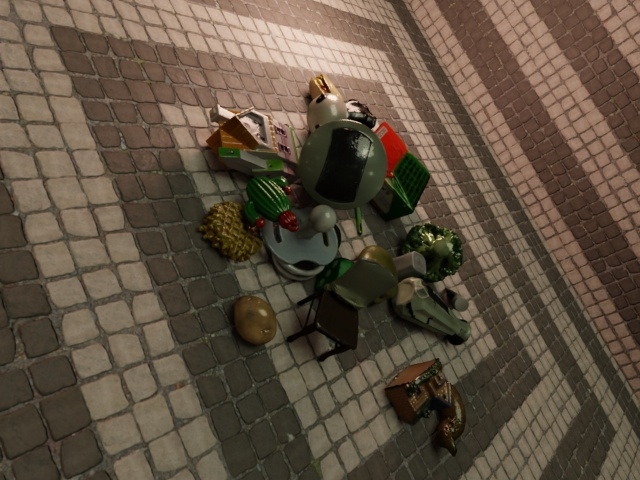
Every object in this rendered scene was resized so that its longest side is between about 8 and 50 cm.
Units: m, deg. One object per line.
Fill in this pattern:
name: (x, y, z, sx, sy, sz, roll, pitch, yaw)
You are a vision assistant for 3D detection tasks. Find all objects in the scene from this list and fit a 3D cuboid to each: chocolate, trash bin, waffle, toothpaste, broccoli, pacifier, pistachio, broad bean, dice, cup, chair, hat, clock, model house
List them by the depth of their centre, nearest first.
chair: (0.064, 0.208, 1.464, 0.160, 0.319, 0.186, 36, 42, -22)
waffle: (-0.255, -0.034, 1.506, 0.193, 0.070, 0.197, 51, 38, -6)
pacifier: (-0.033, -0.026, 1.589, 0.299, 0.233, 0.244, 3, 61, -37)
clock: (-0.236, -0.318, 1.657, 0.309, 0.166, 0.235, 18, 51, -47)
model house: (0.334, 0.516, 1.662, 0.183, 0.166, 0.172, -23, 84, -39)
dice: (0.068, 0.144, 1.676, 0.131, 0.120, 0.128, 35, 41, -27)
trash bin: (0.068, -0.263, 1.713, 0.280, 0.280, 0.432, 48, 7, -9)
hat: (0.000, 0.000, 1.759, 0.146, 0.067, 0.146, 1, 73, -2)
broad bean: (0.210, 0.120, 1.862, 0.189, 0.121, 0.263, 38, 27, -13)
cup: (0.350, 0.114, 1.986, 0.128, 0.129, 0.095, 27, 53, -35)
broccoli: (0.467, 0.048, 2.064, 0.270, 0.270, 0.270, 61, -5, 7)
toothpaste: (0.566, 0.251, 2.095, 0.096, 0.061, 0.266, 59, 6, 2)
pistachio: (0.021, -0.625, 2.185, 0.200, 0.117, 0.145, 56, 0, 12)
chocolate: (0.293, -0.297, 2.189, 0.341, 0.161, 0.360, 48, 39, -10)

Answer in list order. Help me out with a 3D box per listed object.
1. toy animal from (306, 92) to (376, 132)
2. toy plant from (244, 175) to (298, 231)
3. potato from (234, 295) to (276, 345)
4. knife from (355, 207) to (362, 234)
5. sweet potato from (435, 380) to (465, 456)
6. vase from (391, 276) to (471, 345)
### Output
toy animal: (0.065, -0.488, 2.061, 0.266, 0.212, 0.213, 7, 57, -24)
toy plant: (-0.155, -0.105, 1.511, 0.088, 0.154, 0.240, 80, -2, -52)
potato: (-0.178, 0.217, 1.383, 0.112, 0.112, 0.147, -35, 97, -51)
knife: (0.159, -0.108, 2.033, 0.054, 0.015, 0.212, 31, 43, -38)
sweet potato: (0.454, 0.612, 1.765, 0.124, 0.098, 0.310, 25, 44, -22)
vase: (0.435, 0.282, 1.938, 0.360, 0.165, 0.165, 35, 43, -29)
